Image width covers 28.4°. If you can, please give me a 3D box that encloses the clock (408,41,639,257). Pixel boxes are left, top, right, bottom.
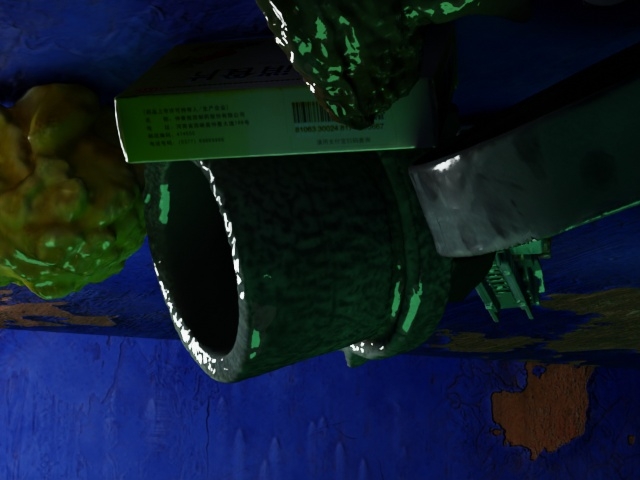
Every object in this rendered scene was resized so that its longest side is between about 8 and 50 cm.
[{"bbox_3d":[0.244,-0.102,0.921,0.386,0.076,0.386,-26,-176,2],"label":"clock"}]

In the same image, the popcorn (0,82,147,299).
[{"bbox_3d":[-0.297,-0.060,1.300,0.237,0.251,0.206,-39,-179,15],"label":"popcorn"}]

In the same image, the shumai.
[{"bbox_3d":[0.049,-0.184,0.865,0.175,0.166,0.206,-26,165,9],"label":"shumai"}]

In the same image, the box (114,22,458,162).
[{"bbox_3d":[-0.021,-0.126,1.064,0.260,0.062,0.175,-1,-157,13],"label":"box"}]

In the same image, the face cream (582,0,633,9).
[{"bbox_3d":[0.164,-0.230,0.820,0.092,0.058,0.243,-1,162,26],"label":"face cream"}]

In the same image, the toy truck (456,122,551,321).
[{"bbox_3d":[0.203,-0.023,1.423,0.133,0.184,0.338,-2,166,11],"label":"toy truck"}]

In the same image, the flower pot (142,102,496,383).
[{"bbox_3d":[0.000,0.000,1.218,0.282,0.299,0.299,-16,175,-26],"label":"flower pot"}]
